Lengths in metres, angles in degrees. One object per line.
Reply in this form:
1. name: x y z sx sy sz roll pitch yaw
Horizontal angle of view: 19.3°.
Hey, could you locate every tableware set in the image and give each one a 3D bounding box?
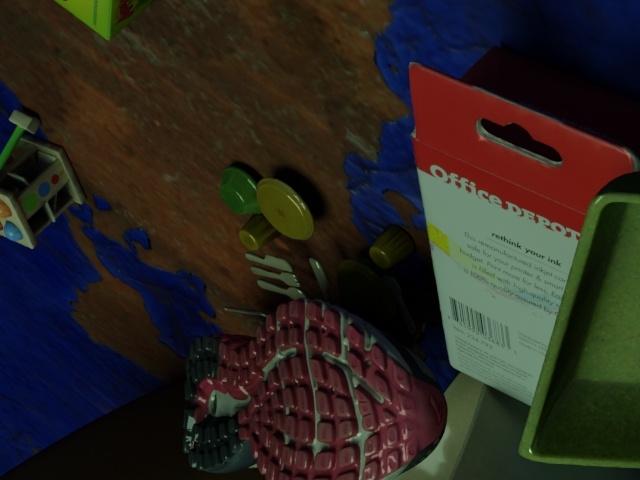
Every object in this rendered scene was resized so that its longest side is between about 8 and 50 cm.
1. tableware set: 0.000 0.000 1.187 0.154 0.024 0.104 15 137 45

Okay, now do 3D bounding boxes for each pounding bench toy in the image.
1. pounding bench toy: -0.222 -0.046 1.369 0.052 0.065 0.083 21 144 37

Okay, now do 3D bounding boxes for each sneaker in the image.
1. sneaker: 0.006 0.096 1.197 0.299 0.112 0.120 177 95 -68

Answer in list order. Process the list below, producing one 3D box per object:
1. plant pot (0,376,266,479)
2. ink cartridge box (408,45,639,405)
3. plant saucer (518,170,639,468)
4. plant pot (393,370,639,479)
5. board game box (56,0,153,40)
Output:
1. plant pot: -0.150 0.231 1.451 0.237 0.254 0.237 32 150 21
2. ink cartridge box: 0.126 -0.006 0.946 0.134 0.078 0.231 26 147 30
3. plant saucer: 0.195 0.033 0.852 0.188 0.045 0.188 4 137 -4
4. plant pot: 0.158 0.239 1.105 0.274 0.256 0.256 27 152 -2
5. board game box: -0.178 -0.207 1.111 0.181 0.043 0.092 38 151 12
